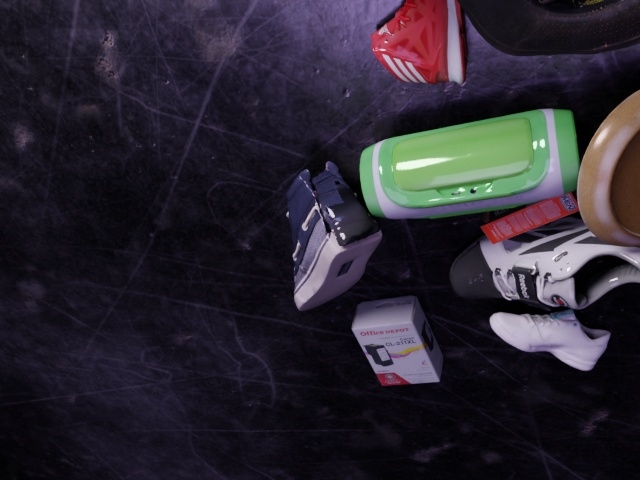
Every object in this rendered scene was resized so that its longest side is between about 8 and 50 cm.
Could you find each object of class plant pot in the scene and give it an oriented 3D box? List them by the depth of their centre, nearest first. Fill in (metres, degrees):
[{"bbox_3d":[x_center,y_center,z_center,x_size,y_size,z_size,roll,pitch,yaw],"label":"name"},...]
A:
[{"bbox_3d":[0.452,-0.093,0.784,0.236,0.032,0.236,-6,115,-13],"label":"plant pot"}]

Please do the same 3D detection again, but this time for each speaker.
[{"bbox_3d":[0.214,-0.107,0.865,0.297,0.131,0.131,-7,126,23],"label":"speaker"}]

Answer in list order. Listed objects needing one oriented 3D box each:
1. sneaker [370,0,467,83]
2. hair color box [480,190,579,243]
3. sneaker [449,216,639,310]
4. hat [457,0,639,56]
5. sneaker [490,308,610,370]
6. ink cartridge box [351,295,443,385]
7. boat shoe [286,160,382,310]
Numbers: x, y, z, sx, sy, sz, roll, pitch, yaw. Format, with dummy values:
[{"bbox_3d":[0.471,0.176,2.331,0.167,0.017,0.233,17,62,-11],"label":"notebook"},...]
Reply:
[{"bbox_3d":[0.118,-0.298,0.765,0.128,0.087,0.221,-3,126,18],"label":"sneaker"},{"bbox_3d":[0.320,-0.053,0.913,0.141,0.072,0.043,-25,117,32],"label":"hair color box"},{"bbox_3d":[0.353,0.050,0.942,0.331,0.146,0.122,-21,121,32],"label":"sneaker"},{"bbox_3d":[0.278,-0.360,0.631,0.331,0.134,0.331,9,149,5],"label":"hat"},{"bbox_3d":[0.413,0.156,1.066,0.212,0.080,0.094,19,120,-7],"label":"sneaker"},{"bbox_3d":[0.154,0.202,1.176,0.127,0.072,0.175,-11,125,26],"label":"ink cartridge box"},{"bbox_3d":[0.000,0.000,1.046,0.158,0.127,0.340,62,155,17],"label":"boat shoe"}]
